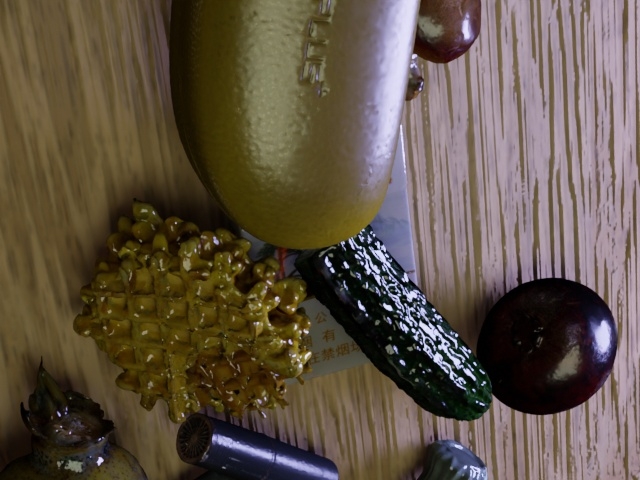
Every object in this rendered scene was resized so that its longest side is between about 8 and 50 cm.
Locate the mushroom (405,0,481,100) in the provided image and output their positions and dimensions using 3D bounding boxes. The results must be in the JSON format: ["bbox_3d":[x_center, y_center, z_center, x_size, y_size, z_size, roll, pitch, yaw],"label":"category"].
[{"bbox_3d":[0.090,-0.169,1.432,0.088,0.073,0.129,-32,135,-42],"label":"mushroom"}]

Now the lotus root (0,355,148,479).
[{"bbox_3d":[-0.212,0.238,1.499,0.154,0.154,0.278,-1,113,-19],"label":"lotus root"}]

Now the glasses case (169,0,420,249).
[{"bbox_3d":[-0.016,-0.178,1.307,0.173,0.141,0.371,4,103,-17],"label":"glasses case"}]

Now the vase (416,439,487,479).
[{"bbox_3d":[0.094,0.258,1.666,0.081,0.081,0.148,30,102,-30],"label":"vase"}]

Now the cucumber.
[{"bbox_3d":[0.066,0.075,1.475,0.077,0.077,0.265,-38,122,3],"label":"cucumber"}]

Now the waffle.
[{"bbox_3d":[-0.100,0.070,1.443,0.197,0.070,0.193,30,132,-1],"label":"waffle"}]

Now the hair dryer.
[{"bbox_3d":[-0.104,0.239,1.600,0.195,0.050,0.173,-41,137,24],"label":"hair dryer"}]

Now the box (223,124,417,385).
[{"bbox_3d":[0.000,-0.001,1.493,0.149,0.067,0.233,-16,121,-14],"label":"box"}]

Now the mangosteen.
[{"bbox_3d":[0.210,0.098,1.599,0.140,0.140,0.140,-9,120,-15],"label":"mangosteen"}]
